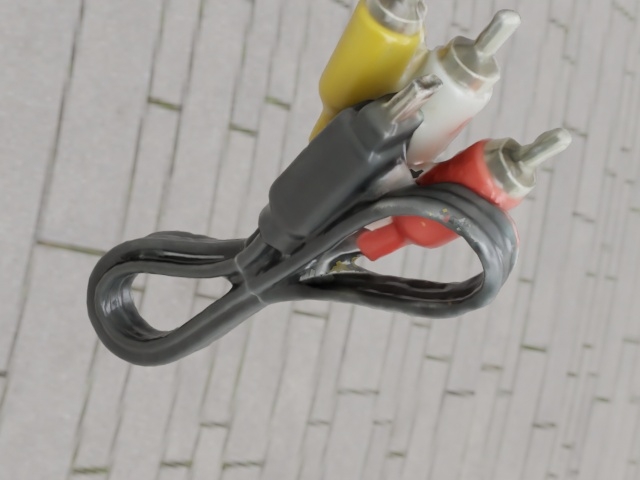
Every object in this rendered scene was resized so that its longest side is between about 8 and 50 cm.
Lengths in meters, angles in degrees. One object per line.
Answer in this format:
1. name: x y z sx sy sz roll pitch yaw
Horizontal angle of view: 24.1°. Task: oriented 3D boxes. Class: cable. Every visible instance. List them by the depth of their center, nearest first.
1. cable: 0.000 0.000 0.701 0.072 0.287 0.139 -27 81 -45
